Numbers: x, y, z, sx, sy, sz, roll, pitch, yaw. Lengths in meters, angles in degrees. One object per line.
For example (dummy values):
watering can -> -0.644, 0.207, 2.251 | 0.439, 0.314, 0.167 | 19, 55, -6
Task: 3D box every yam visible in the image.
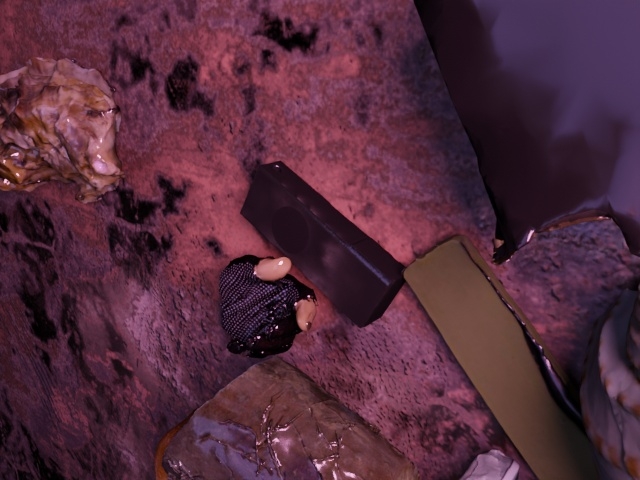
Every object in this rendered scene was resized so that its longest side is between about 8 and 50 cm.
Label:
yam -> -0.020, 0.280, 0.731 | 0.271, 0.202, 0.201 | 40, 126, 18

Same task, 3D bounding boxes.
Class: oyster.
oyster -> -0.423, -0.164, 0.953 | 0.351, 0.115, 0.238 | 22, 118, 31

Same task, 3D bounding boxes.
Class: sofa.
sofa -> 0.194, -0.126, 0.437 | 0.182, 0.200, 0.258 | -19, 93, 30

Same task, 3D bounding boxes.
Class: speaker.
speaker -> 0.000, 0.000, 0.720 | 0.218, 0.044, 0.082 | 43, 127, 19

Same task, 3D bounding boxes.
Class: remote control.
remote control -> 0.144, 0.325, 0.681 | 0.052, 0.104, 0.247 | 38, 125, 21

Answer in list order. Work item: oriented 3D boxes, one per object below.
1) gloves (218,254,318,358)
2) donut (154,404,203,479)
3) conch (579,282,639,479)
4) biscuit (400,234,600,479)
gloves -> -0.053, 0.088, 0.742 | 0.181, 0.106, 0.129 | 15, 82, 51
donut -> -0.158, 0.372, 0.935 | 0.226, 0.114, 0.226 | 16, 116, 35
conch -> 0.325, 0.152, 0.414 | 0.319, 0.215, 0.303 | 52, 140, 13
biscuit -> 0.204, 0.141, 0.613 | 0.322, 0.038, 0.099 | 56, 134, 8
